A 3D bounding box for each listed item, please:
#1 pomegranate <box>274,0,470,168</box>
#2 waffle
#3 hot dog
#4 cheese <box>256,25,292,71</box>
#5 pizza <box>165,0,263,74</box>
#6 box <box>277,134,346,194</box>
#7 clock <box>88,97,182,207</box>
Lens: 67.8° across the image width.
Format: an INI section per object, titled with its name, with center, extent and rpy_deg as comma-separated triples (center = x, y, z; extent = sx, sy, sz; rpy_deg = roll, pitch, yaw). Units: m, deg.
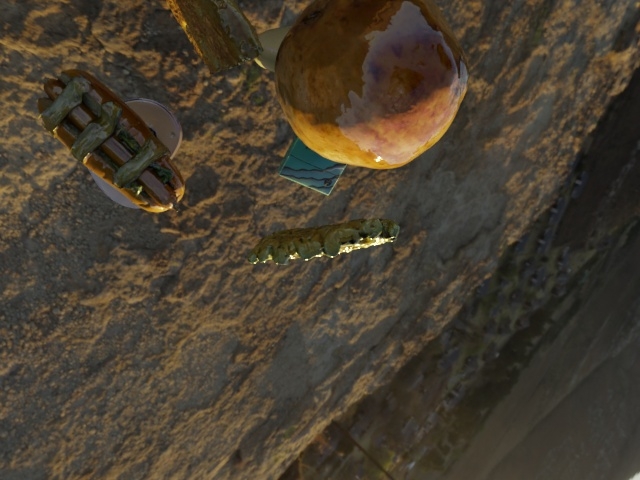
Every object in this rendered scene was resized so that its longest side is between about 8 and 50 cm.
[pomegranate]
center = 0.062, -0.204, 0.610
extent = 0.248, 0.248, 0.248
rpy_deg = -30, 136, -33
[waffle]
center = 0.000, 0.000, 1.005
extent = 0.317, 0.297, 0.073
rpy_deg = -8, 90, -15
[hot dog]
center = -0.304, -0.141, 0.707
extent = 0.109, 0.269, 0.072
rpy_deg = -45, -175, 7
[cheese]
center = -0.100, -0.362, 0.897
extent = 0.054, 0.251, 0.127
rpy_deg = 83, 25, -49
[pizza]
center = -0.170, -0.337, 0.732
extent = 0.058, 0.292, 0.197
rpy_deg = -37, 155, -15
[box]
center = 0.007, -0.247, 1.274
extent = 0.162, 0.041, 0.229
rpy_deg = 21, 116, -25
[clock]
center = -0.349, -0.162, 0.858
extent = 0.172, 0.064, 0.198
rpy_deg = 15, 98, -8
